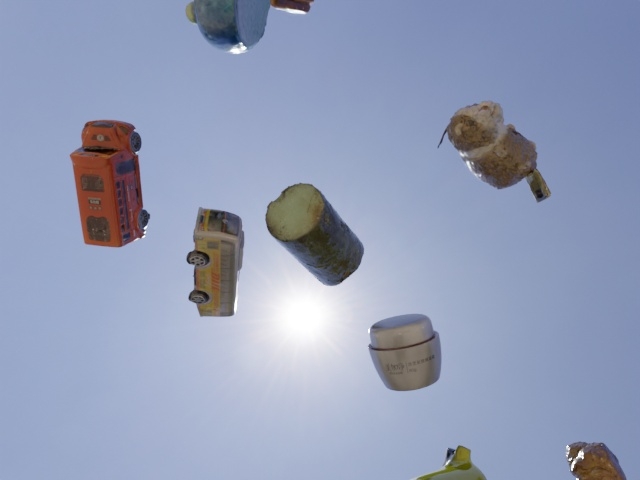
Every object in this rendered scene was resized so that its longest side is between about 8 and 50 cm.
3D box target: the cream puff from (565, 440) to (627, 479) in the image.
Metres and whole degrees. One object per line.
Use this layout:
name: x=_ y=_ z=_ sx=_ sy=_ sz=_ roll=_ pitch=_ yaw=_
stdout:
cream puff: x=0.558 y=0.467 z=0.874 sx=0.094 sy=0.116 sz=0.122 roll=-32 pitch=-149 yaw=27

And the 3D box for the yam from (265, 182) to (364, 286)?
yam: x=0.000 y=0.000 z=1.105 sx=0.168 sy=0.304 sz=0.167 roll=-18 pitch=-129 yaw=23

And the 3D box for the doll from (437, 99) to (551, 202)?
doll: x=0.317 y=-0.154 z=0.753 sx=0.221 sy=0.115 sz=0.105 roll=33 pitch=-127 yaw=-12

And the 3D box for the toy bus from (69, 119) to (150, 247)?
toy bus: x=-0.572 y=-0.153 z=1.154 sx=0.143 sy=0.153 sz=0.328 roll=6 pitch=-71 yaw=7

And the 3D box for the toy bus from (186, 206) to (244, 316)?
toy bus: x=-0.215 y=0.055 z=0.885 sx=0.106 sy=0.267 sz=0.092 roll=4 pitch=-136 yaw=-10

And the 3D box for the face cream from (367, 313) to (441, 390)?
face cream: x=0.138 y=0.179 z=0.700 sx=0.117 sy=0.117 sz=0.104 roll=-12 pitch=-91 yaw=16

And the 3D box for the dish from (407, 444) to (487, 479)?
dish: x=0.052 y=0.273 z=0.279 sx=0.109 sy=0.262 sz=0.220 roll=10 pitch=-72 yaw=4

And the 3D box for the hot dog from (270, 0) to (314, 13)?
hot dog: x=-0.088 y=-0.717 z=1.271 sx=0.045 sy=0.165 sz=0.071 roll=58 pitch=-45 yaw=16

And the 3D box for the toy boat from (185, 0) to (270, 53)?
toy boat: x=-0.199 y=-0.547 z=0.937 sx=0.123 sy=0.215 sz=0.329 roll=6 pitch=-119 yaw=6
